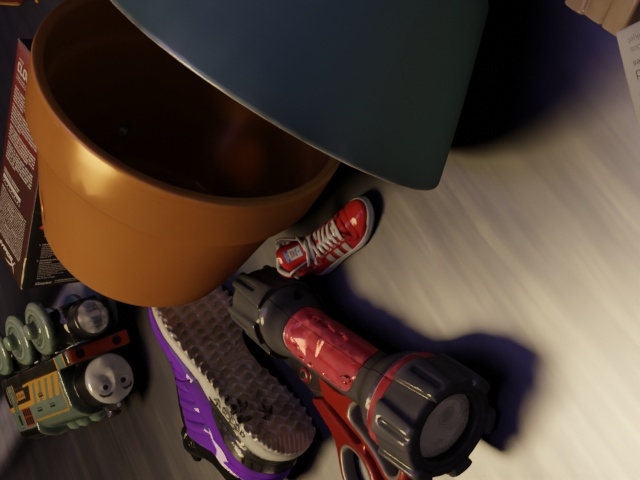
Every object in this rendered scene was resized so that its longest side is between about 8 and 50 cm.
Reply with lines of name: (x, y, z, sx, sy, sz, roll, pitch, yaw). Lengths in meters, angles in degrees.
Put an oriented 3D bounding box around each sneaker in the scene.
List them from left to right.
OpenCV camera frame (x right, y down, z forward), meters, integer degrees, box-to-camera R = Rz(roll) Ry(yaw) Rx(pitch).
sneaker: (-0.127, 0.171, 1.098, 0.293, 0.102, 0.146, 52, 134, 36)
sneaker: (0.000, 0.000, 0.930, 0.118, 0.067, 0.042, -50, 56, 45)

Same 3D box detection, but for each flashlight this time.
flashlight: (0.020, 0.104, 0.888, 0.304, 0.103, 0.103, 30, 119, 47)

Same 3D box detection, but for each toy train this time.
toy train: (-0.376, 0.183, 1.425, 0.334, 0.142, 0.190, -25, 87, 50)

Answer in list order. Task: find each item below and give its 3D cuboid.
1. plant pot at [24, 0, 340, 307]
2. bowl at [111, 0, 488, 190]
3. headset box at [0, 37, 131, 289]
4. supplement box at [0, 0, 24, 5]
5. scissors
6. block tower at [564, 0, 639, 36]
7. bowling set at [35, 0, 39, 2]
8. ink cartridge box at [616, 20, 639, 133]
plant pot: (-0.146, -0.074, 0.936, 0.291, 0.291, 0.203, 60, 140, 30)
bowl: (0.005, -0.191, 0.745, 0.163, 0.311, 0.311, -55, 49, 16)
headset box: (-0.239, -0.102, 1.115, 0.110, 0.218, 0.293, 46, 130, 38)
supplement box: (-0.503, -0.482, 1.498, 0.191, 0.129, 0.194, -4, 91, 54)
scissors: (0.002, 0.140, 0.992, 0.297, 0.021, 0.109, 56, 138, 34)
block tower: (0.138, -0.254, 0.688, 0.335, 0.091, 0.097, 50, 131, 38)
bowling set: (-0.345, -0.475, 1.308, 0.154, 0.200, 0.287, 57, -159, -75)
ink cartridge box: (0.262, -0.048, 0.516, 0.128, 0.127, 0.176, -20, 79, 53)
